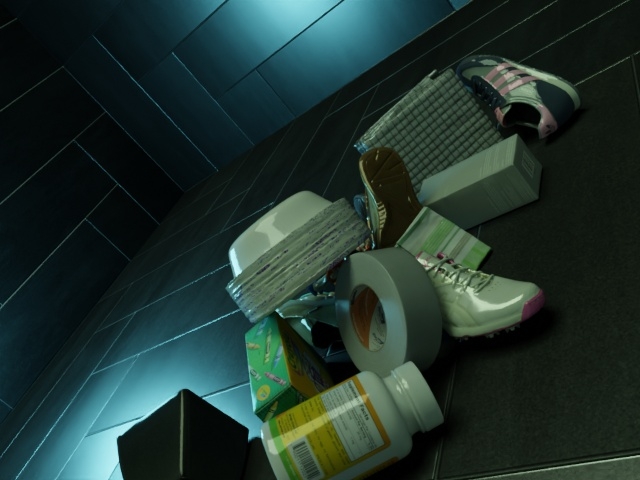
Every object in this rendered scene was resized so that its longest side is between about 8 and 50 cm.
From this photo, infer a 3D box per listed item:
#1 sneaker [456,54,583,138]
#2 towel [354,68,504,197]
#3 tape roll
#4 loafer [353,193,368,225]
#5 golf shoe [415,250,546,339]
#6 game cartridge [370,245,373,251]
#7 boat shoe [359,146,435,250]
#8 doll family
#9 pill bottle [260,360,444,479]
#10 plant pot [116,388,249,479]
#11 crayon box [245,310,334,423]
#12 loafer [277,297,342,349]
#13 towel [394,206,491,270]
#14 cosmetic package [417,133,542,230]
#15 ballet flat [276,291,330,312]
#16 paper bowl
[{"bbox_3d":[0.414,-0.327,1.413,0.131,0.112,0.319,-48,47,-11],"label":"sneaker"},{"bbox_3d":[0.254,-0.237,1.486,0.284,0.235,0.121,-43,11,-7],"label":"towel"},{"bbox_3d":[0.108,0.124,1.050,0.072,0.219,0.219,-8,5,-28],"label":"tape roll"},{"bbox_3d":[0.169,-0.072,1.492,0.095,0.109,0.302,-19,17,-12],"label":"loafer"},{"bbox_3d":[0.216,0.083,1.024,0.115,0.140,0.306,-33,13,-36],"label":"golf shoe"},{"bbox_3d":[0.123,0.007,1.539,0.056,0.017,0.083,-17,32,42],"label":"game cartridge"},{"bbox_3d":[0.155,-0.021,1.273,0.123,0.342,0.123,-15,-24,-7],"label":"boat shoe"},{"bbox_3d":[0.093,0.063,1.381,0.163,0.118,0.263,-39,2,24],"label":"doll family"},{"bbox_3d":[0.049,0.277,0.918,0.246,0.136,0.136,-26,20,-4],"label":"pill bottle"},{"bbox_3d":[-0.255,0.426,1.163,0.188,0.187,0.167,-36,33,14],"label":"plant pot"},{"bbox_3d":[-0.047,0.259,1.123,0.081,0.165,0.278,-40,21,5],"label":"crayon box"},{"bbox_3d":[-0.015,0.180,1.323,0.251,0.094,0.087,-19,32,41],"label":"loafer"},{"bbox_3d":[0.230,0.012,1.174,0.113,0.152,0.023,-51,-17,-18],"label":"towel"},{"bbox_3d":[0.321,-0.106,1.290,0.238,0.107,0.127,-28,24,39],"label":"cosmetic package"},{"bbox_3d":[-0.041,0.166,1.464,0.213,0.072,0.068,-16,60,51],"label":"ballet flat"},{"bbox_3d":[-0.056,0.017,1.171,0.284,0.148,0.284,-39,-1,-1],"label":"paper bowl"}]
